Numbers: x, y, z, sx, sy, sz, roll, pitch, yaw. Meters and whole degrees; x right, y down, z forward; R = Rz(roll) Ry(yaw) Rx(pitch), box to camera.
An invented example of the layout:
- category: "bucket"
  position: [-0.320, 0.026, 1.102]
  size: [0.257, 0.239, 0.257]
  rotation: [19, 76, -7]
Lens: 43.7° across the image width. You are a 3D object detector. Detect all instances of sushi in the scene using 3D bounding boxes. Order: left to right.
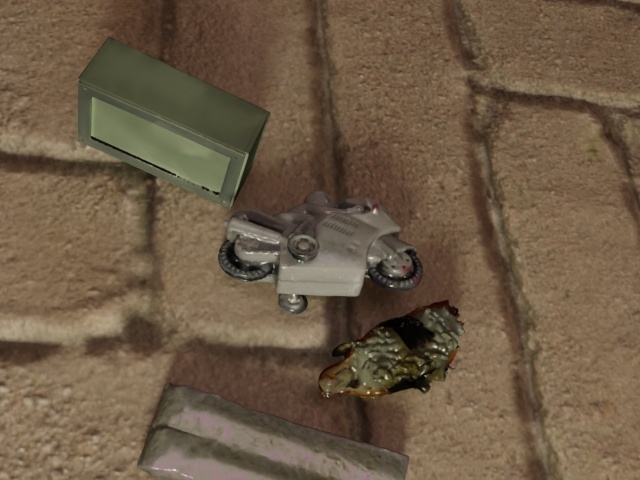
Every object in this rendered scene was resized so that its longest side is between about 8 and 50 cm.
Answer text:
- category: "sushi"
  position: [0.101, 0.143, 0.976]
  size: [0.226, 0.103, 0.097]
  rotation: [-22, 86, -25]

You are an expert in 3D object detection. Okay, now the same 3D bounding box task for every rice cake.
- category: "rice cake"
  position: [-0.047, 0.250, 0.892]
  size: [0.298, 0.050, 0.106]
  rotation: [19, 57, -7]

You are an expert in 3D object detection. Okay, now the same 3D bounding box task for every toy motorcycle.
- category: "toy motorcycle"
  position: [0.000, 0.000, 1.032]
  size: [0.260, 0.110, 0.171]
  rotation: [4, 43, -7]

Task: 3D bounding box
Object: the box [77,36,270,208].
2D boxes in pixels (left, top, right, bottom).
- category: "box"
  position: [-0.193, -0.145, 1.031]
  size: [0.225, 0.129, 0.086]
  rotation: [24, 56, -2]
